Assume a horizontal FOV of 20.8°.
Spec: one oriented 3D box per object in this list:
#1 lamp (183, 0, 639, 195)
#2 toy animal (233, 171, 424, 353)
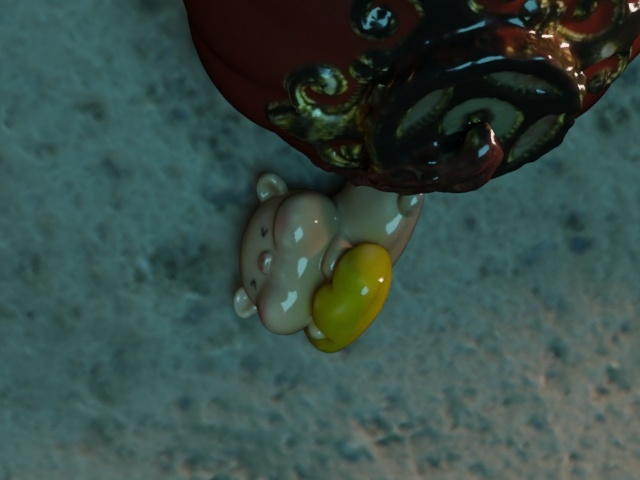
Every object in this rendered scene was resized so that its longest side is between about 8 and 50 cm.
[{"bbox_3d":[0.049,-0.121,0.768,0.227,0.227,0.227,-4,108,-13],"label":"lamp"},{"bbox_3d":[0.000,0.000,0.865,0.082,0.091,0.114,27,100,-5],"label":"toy animal"}]
